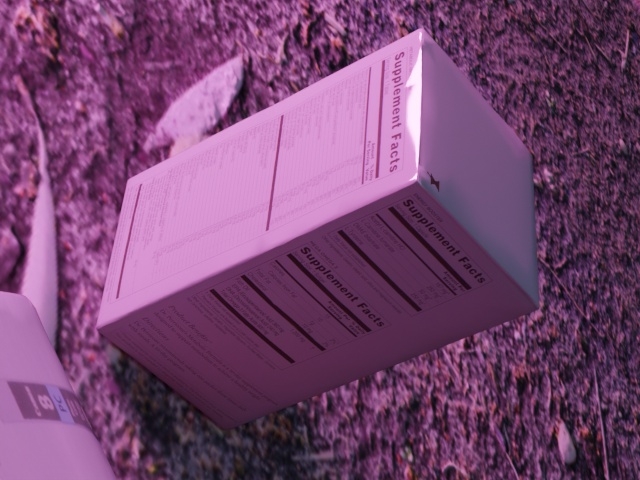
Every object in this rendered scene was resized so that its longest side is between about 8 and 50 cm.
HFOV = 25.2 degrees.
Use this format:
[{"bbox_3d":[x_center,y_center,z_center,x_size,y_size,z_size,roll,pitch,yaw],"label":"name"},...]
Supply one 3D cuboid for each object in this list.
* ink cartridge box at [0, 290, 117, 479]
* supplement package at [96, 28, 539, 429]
[{"bbox_3d":[-0.074,0.144,0.471,0.308,0.091,0.385,62,-16,17],"label":"ink cartridge box"},{"bbox_3d":[0.000,0.000,0.907,0.134,0.244,0.139,43,36,-35],"label":"supplement package"}]
